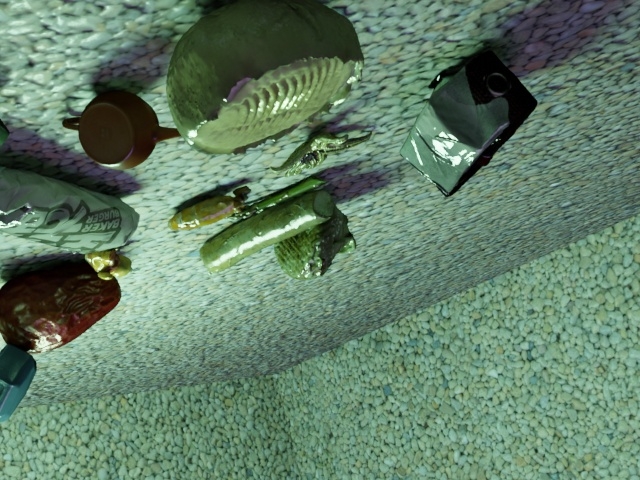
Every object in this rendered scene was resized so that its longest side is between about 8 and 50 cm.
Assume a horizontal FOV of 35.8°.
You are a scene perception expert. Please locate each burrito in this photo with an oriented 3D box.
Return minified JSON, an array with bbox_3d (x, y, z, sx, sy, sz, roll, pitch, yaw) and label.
[{"bbox_3d":[-0.448,-0.050,1.589,0.139,0.101,0.445,-14,168,17],"label":"burrito"}]

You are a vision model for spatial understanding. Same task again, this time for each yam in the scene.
[{"bbox_3d":[-0.122,-0.018,2.053,0.372,0.083,0.083,-26,162,39],"label":"yam"}]

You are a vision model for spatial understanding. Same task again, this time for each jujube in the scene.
[{"bbox_3d":[-0.546,0.131,2.049,0.255,0.190,0.190,-27,171,-24],"label":"jujube"}]

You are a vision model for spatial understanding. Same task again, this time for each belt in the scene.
[{"bbox_3d":[0.232,-0.197,1.628,0.184,0.164,0.289,-39,172,-20],"label":"belt"}]

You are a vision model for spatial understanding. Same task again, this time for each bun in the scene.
[{"bbox_3d":[-0.078,-0.221,1.239,0.259,0.152,0.259,-26,169,-6],"label":"bun"}]

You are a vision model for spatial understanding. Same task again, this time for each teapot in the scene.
[{"bbox_3d":[-0.278,-0.158,1.384,0.173,0.116,0.116,9,171,16],"label":"teapot"}]

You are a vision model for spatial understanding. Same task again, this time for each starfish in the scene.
[{"bbox_3d":[-0.002,-0.157,1.742,0.217,0.050,0.223,-15,178,-26],"label":"starfish"}]

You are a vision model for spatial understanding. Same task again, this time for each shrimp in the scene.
[{"bbox_3d":[-0.209,-0.060,1.914,0.187,0.051,0.132,-17,-175,25],"label":"shrimp"}]

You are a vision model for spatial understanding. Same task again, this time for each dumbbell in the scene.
[{"bbox_3d":[-0.722,0.228,1.941,0.316,0.143,0.156,28,161,-1],"label":"dumbbell"}]

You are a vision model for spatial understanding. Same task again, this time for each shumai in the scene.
[{"bbox_3d":[-0.001,0.006,2.076,0.142,0.184,0.184,18,147,-36],"label":"shumai"}]

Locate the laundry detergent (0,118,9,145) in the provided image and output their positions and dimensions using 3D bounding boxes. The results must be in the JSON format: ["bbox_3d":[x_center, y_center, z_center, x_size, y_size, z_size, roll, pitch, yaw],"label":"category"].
[{"bbox_3d":[-0.508,-0.108,1.252,0.211,0.063,0.137,-37,163,-6],"label":"laundry detergent"}]

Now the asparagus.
[{"bbox_3d":[-0.086,-0.083,1.962,0.236,0.027,0.034,-21,166,21],"label":"asparagus"}]

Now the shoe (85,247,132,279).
[{"bbox_3d":[-0.427,0.044,1.996,0.069,0.072,0.109,10,148,20],"label":"shoe"}]
